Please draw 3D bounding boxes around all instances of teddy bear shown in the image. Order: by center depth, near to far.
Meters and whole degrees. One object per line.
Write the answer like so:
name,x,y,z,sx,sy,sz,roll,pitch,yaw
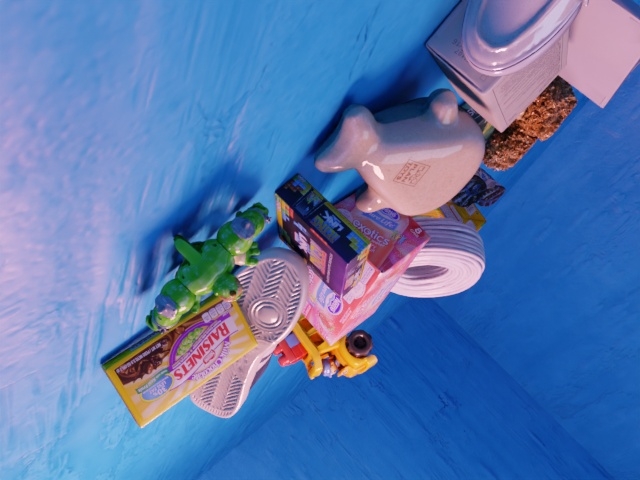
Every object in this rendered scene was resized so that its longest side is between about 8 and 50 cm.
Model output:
teddy bear,0.436,-0.268,1.340,0.245,0.113,0.338,-53,179,12

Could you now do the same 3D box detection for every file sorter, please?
file sorter,0.483,-0.390,0.999,0.173,0.193,0.278,-47,166,0

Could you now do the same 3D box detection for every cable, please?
cable,0.215,0.040,1.279,0.257,0.089,0.257,7,154,-12

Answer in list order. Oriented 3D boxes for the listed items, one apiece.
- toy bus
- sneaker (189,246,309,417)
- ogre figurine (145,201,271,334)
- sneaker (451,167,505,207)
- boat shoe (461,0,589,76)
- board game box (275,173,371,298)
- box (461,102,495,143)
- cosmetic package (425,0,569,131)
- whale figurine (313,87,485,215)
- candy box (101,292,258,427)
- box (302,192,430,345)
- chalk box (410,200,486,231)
toy bus,-0.002,0.258,1.463,0.212,0.220,0.149,-31,166,-25
sneaker,-0.114,0.133,1.016,0.350,0.131,0.148,-58,-179,29
ogre figurine,-0.134,0.032,0.707,0.197,0.096,0.118,-27,-178,-6
sneaker,0.323,-0.124,1.331,0.211,0.081,0.080,7,131,-51
boat shoe,0.260,-0.342,0.631,0.367,0.136,0.156,-55,163,26
board game box,0.000,0.000,0.869,0.048,0.141,0.170,-41,165,-15
box,0.238,-0.161,1.238,0.322,0.058,0.232,-42,166,-15
cosmetic package,0.275,-0.276,0.903,0.160,0.113,0.309,-48,166,14
whale figurine,0.105,-0.137,0.858,0.272,0.141,0.216,5,134,-39
candy box,-0.195,0.164,0.870,0.206,0.105,0.027,-34,-157,-27
box,0.061,0.052,1.152,0.142,0.154,0.300,-32,160,-33
chalk box,0.255,-0.030,1.443,0.132,0.132,0.213,-37,-178,-42
